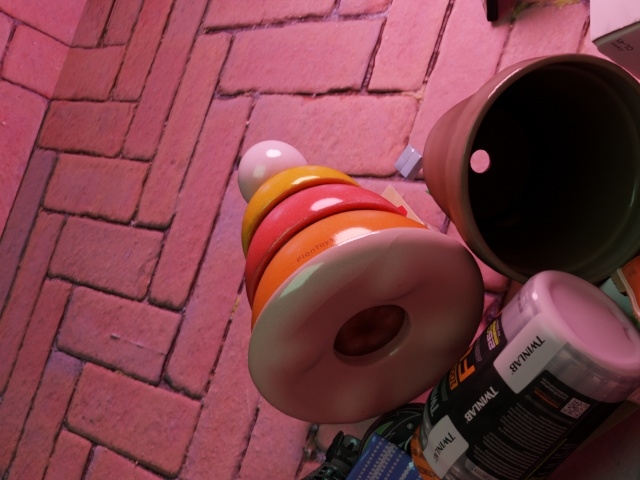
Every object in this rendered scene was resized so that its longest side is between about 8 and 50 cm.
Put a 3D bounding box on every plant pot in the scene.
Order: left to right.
[{"bbox_3d":[0.290,-0.108,1.750,0.323,0.323,0.280,-66,21,0],"label":"plant pot"}]

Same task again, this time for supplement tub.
[{"bbox_3d":[0.266,0.208,1.601,0.316,0.193,0.194,-54,38,29],"label":"supplement tub"}]

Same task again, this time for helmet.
[{"bbox_3d":[0.136,0.324,1.790,0.169,0.169,0.162,-29,65,39],"label":"helmet"}]

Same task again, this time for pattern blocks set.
[{"bbox_3d":[0.097,0.014,1.994,0.325,0.026,0.285,-49,41,23],"label":"pattern blocks set"}]

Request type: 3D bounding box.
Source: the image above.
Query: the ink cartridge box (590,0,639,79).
[{"bbox_3d":[0.487,-0.379,1.682,0.131,0.226,0.306,-21,57,44],"label":"ink cartridge box"}]

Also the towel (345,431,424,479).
[{"bbox_3d":[0.145,0.460,1.672,0.336,0.040,0.243,35,99,19],"label":"towel"}]

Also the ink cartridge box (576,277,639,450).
[{"bbox_3d":[0.398,0.153,1.652,0.235,0.056,0.171,-40,45,27],"label":"ink cartridge box"}]

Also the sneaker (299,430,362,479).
[{"bbox_3d":[0.011,0.366,1.851,0.101,0.268,0.153,26,86,24],"label":"sneaker"}]

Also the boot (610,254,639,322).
[{"bbox_3d":[0.442,0.073,1.557,0.084,0.059,0.158,-40,43,19],"label":"boot"}]

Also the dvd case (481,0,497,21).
[{"bbox_3d":[0.268,-0.518,2.033,0.022,0.253,0.180,-10,55,3],"label":"dvd case"}]

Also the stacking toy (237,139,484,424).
[{"bbox_3d":[0.000,0.000,1.804,0.351,0.350,0.480,-50,42,21],"label":"stacking toy"}]

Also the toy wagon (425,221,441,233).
[{"bbox_3d":[0.088,0.122,2.030,0.344,0.068,0.267,-48,41,24],"label":"toy wagon"}]
